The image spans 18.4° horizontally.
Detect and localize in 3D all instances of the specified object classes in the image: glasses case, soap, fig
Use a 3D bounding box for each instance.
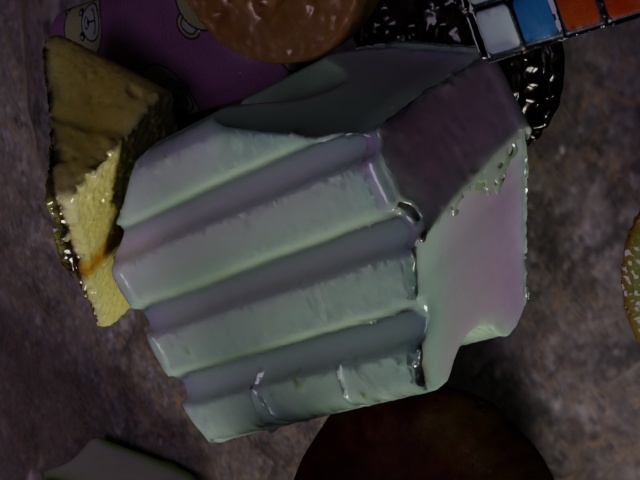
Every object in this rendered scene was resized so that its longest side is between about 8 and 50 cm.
[{"bbox_3d":[-0.133,-0.171,1.746,0.316,0.076,0.123,-10,104,47],"label":"glasses case"},{"bbox_3d":[0.000,0.000,1.585,0.446,0.156,0.261,-22,96,58],"label":"soap"},{"bbox_3d":[0.083,0.236,1.632,0.214,0.235,0.235,-147,37,-81],"label":"fig"}]

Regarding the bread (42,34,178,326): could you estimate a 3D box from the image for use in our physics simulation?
[{"bbox_3d":[-0.187,-0.055,1.760,0.266,0.142,0.178,92,157,-62],"label":"bread"}]

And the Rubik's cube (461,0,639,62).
[{"bbox_3d":[0.184,-0.225,1.346,0.155,0.151,0.154,-13,99,47],"label":"Rubik's cube"}]

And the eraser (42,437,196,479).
[{"bbox_3d":[-0.173,0.363,2.041,0.210,0.092,0.274,16,121,39],"label":"eraser"}]

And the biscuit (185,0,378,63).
[{"bbox_3d":[-0.078,-0.302,1.566,0.355,0.052,0.275,49,133,10],"label":"biscuit"}]

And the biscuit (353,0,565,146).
[{"bbox_3d":[0.104,-0.149,1.534,0.194,0.053,0.194,23,125,37],"label":"biscuit"}]

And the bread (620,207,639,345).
[{"bbox_3d":[0.321,0.041,1.398,0.236,0.070,0.236,20,122,36],"label":"bread"}]
